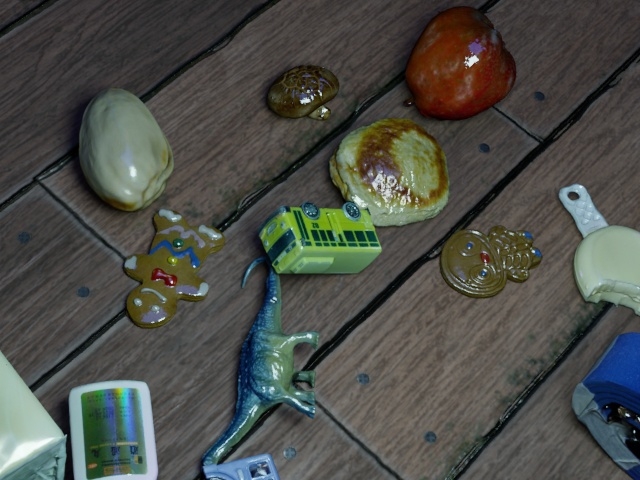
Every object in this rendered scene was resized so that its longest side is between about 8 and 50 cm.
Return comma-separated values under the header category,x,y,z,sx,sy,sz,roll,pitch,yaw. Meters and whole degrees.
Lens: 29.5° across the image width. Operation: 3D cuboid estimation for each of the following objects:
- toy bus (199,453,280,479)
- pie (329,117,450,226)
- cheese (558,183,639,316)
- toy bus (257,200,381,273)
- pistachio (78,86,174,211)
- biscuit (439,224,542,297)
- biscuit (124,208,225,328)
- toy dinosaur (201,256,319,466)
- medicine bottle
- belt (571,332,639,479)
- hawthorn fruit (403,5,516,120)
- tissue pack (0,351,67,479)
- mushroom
category,x,y,z,sx,sy,sz,roll,pitch,yaw
toy bus,-0.079,0.440,1.614,0.133,0.125,0.292,-13,61,-17
pie,0.117,-0.113,1.999,0.205,0.084,0.179,-8,61,-18
cheese,0.488,0.013,1.996,0.163,0.071,0.249,1,59,-9
toy bus,0.000,0.000,1.878,0.175,0.088,0.101,0,60,-38
pistachio,-0.310,-0.140,1.918,0.144,0.144,0.215,-11,56,-16
biscuit,0.276,0.029,1.976,0.175,0.026,0.124,-17,64,-19
biscuit,-0.233,0.047,1.878,0.138,0.031,0.205,24,60,5
toy dinosaur,-0.071,0.186,1.796,0.147,0.076,0.363,10,61,0
medicine bottle,-0.286,0.305,1.686,0.115,0.078,0.219,-3,60,-13
belt,0.535,0.288,1.759,0.347,0.212,0.117,39,62,10
hawthorn fruit,0.226,-0.289,2.076,0.202,0.185,0.185,-38,67,12
tissue pack,-0.582,0.230,1.607,0.332,0.205,0.405,-32,70,-29
mushroom,-0.029,-0.252,2.056,0.109,0.085,0.126,38,55,14
